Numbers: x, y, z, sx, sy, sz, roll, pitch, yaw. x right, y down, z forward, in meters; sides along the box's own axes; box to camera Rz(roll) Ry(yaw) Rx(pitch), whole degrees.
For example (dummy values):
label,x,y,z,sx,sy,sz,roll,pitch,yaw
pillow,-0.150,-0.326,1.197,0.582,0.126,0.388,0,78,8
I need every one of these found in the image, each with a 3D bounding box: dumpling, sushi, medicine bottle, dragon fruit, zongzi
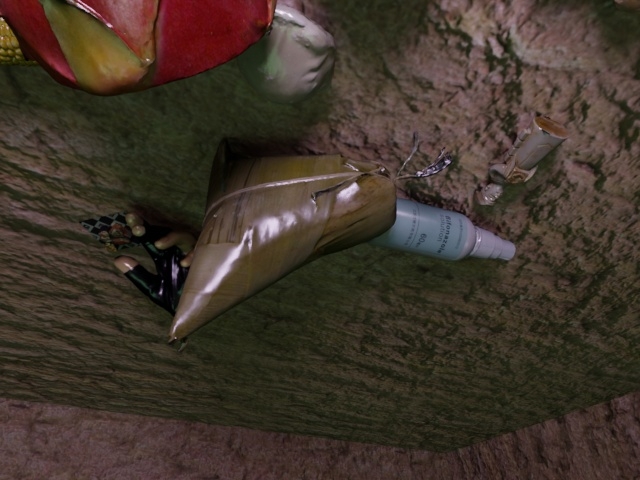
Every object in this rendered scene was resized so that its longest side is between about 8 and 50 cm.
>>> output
label,x,y,z,sx,sy,sz,roll,pitch,yaw
dumpling,-0.044,-0.266,0.635,0.136,0.118,0.199,-12,162,17
sushi,-0.468,-0.009,1.018,0.126,0.026,0.120,-10,140,11
medicine bottle,0.266,-0.012,0.963,0.352,0.110,0.110,12,140,-17
dragon fruit,-0.204,-0.310,0.432,0.305,0.305,0.226,-5,139,5
zongzi,0.000,0.000,0.744,0.447,0.418,0.181,1,139,8

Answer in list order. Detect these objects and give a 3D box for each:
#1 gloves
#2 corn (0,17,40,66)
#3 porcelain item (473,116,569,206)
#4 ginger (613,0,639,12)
label,x,y,z,sx,sy,sz,roll,pitch,yaw
gloves,-0.340,0.057,1.008,0.197,0.152,0.301,-27,133,-1
corn,-0.414,-0.288,0.612,0.260,0.091,0.091,1,177,-3
porcelain item,0.370,-0.137,0.853,0.084,0.054,0.213,12,141,-14
ginger,0.383,-0.371,0.541,0.213,0.074,0.137,19,138,-14
